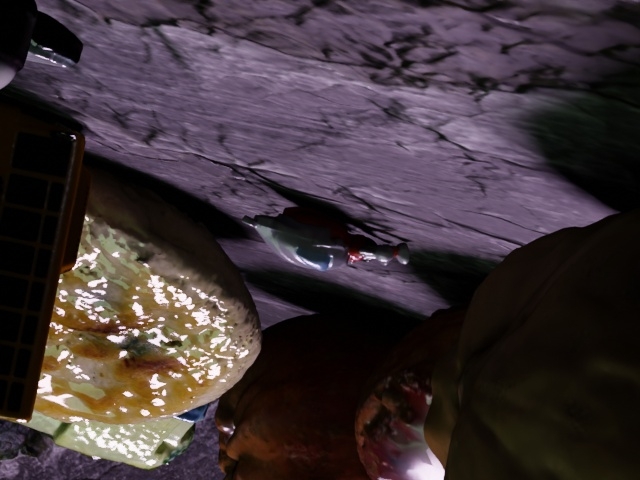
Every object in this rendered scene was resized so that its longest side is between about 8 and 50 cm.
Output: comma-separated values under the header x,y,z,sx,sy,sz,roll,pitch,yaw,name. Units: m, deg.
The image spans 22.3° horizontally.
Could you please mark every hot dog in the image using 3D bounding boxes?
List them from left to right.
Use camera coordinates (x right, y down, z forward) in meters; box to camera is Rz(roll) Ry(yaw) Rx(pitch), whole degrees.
x,y,z,sx,sy,sz,roll,pitch,yaw,name
0.175,0.159,1.192,0.267,0.174,0.387,17,172,22,hot dog

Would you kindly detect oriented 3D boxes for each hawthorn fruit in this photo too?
x,y,z,sx,sy,sz,roll,pitch,yaw,name
0.030,0.188,1.442,0.262,0.258,0.258,5,168,12,hawthorn fruit

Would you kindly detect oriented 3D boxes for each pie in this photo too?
x,y,z,sx,sy,sz,roll,pitch,yaw,name
-0.191,0.051,1.244,0.338,0.075,0.337,9,144,6,pie

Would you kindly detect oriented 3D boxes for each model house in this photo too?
x,y,z,sx,sy,sz,roll,pitch,yaw,name
-0.174,0.078,1.467,0.214,0.195,0.189,24,147,-14,model house

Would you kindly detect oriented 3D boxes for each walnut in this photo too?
x,y,z,sx,sy,sz,roll,pitch,yaw,name
0.180,0.097,0.741,0.257,0.257,0.224,20,-158,-13,walnut

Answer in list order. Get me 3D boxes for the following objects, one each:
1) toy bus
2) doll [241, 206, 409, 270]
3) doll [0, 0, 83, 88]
x,y,z,sx,sy,sz,roll,pitch,yaw,name
-0.213,0.011,1.024,0.114,0.201,0.098,13,172,-16,toy bus
0.000,0.001,1.035,0.114,0.039,0.057,11,-152,-26,doll
-0.177,-0.108,0.654,0.091,0.067,0.219,9,170,24,doll
